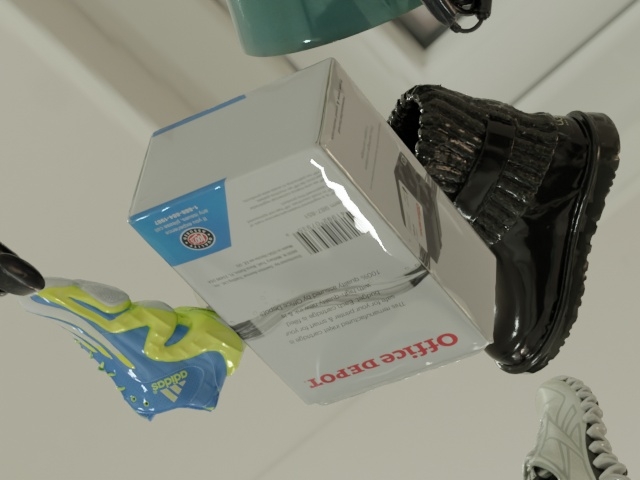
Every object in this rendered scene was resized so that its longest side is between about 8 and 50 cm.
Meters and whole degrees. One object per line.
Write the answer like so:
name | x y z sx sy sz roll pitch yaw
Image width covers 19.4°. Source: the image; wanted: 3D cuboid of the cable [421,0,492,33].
cable | 0.115 -0.295 1.753 0.184 0.047 0.150 47 -129 -33

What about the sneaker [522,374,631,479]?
sneaker | 0.304 0.269 2.346 0.292 0.118 0.110 -106 10 -59

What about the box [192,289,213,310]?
box | -0.073 -0.012 2.032 0.113 0.275 0.094 -16 -122 -16

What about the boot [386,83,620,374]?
boot | 0.170 -0.009 2.122 0.260 0.348 0.131 2 -156 -24

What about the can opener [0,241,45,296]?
can opener | -0.331 -0.002 1.700 0.186 0.073 0.059 39 -139 -41

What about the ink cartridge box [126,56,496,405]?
ink cartridge box | 0.000 0.000 1.810 0.307 0.223 0.129 48 -146 -34

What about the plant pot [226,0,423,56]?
plant pot | 0.004 -0.371 2.066 0.293 0.293 0.235 -67 -42 -64

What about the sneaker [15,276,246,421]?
sneaker | -0.199 0.113 1.887 0.240 0.126 0.091 13 180 -1
